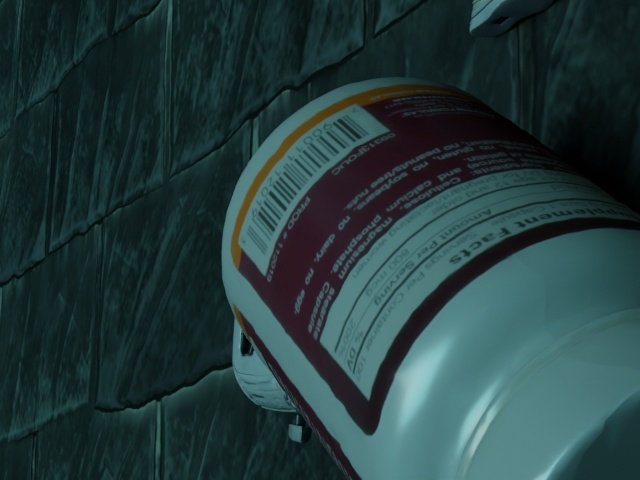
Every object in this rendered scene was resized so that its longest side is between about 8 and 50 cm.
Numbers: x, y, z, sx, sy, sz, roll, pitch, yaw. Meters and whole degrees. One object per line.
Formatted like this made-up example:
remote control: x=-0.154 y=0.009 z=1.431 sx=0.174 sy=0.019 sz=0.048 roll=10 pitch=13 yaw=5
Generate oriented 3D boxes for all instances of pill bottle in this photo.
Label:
pill bottle: x=0.103 y=0.066 z=0.916 sx=0.392 sy=0.224 sz=0.224 roll=-132 pitch=54 yaw=-59

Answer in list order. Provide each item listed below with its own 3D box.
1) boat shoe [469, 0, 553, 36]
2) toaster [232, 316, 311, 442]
boat shoe: x=0.134 y=-0.173 z=1.151 sx=0.100 sy=0.035 sz=0.035 roll=149 pitch=122 yaw=-68
toaster: x=0.025 y=0.035 z=1.190 sx=0.129 sy=0.146 sz=0.227 roll=-3 pitch=80 yaw=65
